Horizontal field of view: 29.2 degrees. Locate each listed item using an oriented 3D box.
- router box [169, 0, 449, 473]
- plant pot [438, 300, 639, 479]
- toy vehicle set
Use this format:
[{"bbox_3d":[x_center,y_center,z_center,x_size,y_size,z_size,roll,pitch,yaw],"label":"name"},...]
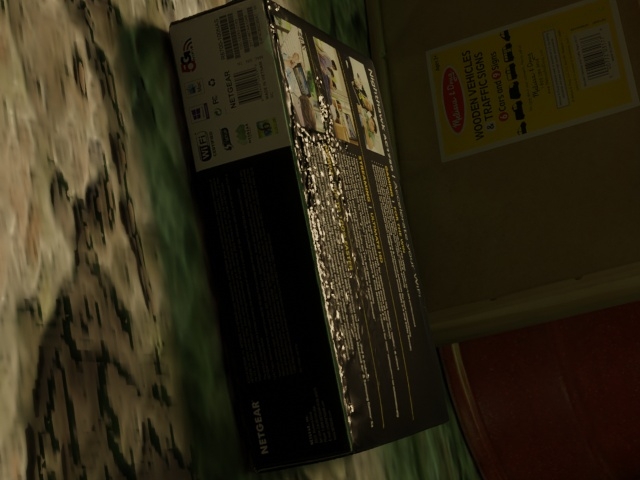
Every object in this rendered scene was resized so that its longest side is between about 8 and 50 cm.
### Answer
[{"bbox_3d":[0.000,0.000,0.519,0.133,0.046,0.179,9,68,-68],"label":"router box"},{"bbox_3d":[0.235,0.030,0.792,0.272,0.265,0.272,-14,90,-69],"label":"plant pot"},{"bbox_3d":[0.115,-0.084,0.699,0.035,0.166,0.267,39,41,-57],"label":"toy vehicle set"}]
